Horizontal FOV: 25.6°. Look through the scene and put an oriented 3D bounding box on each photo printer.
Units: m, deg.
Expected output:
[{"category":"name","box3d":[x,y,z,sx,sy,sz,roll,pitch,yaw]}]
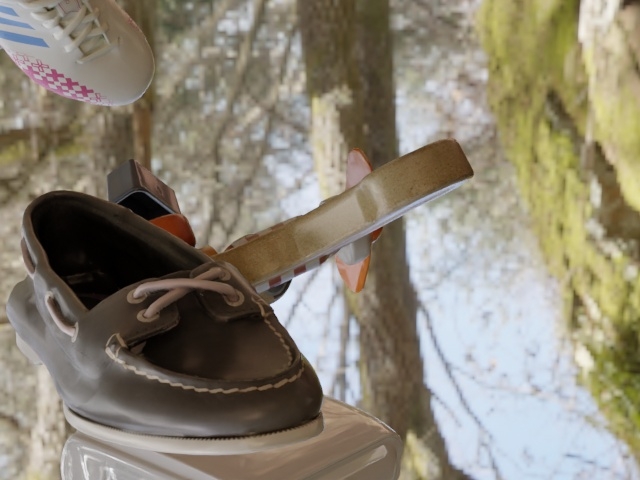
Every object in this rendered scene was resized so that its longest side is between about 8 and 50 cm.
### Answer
[{"category":"photo printer","box3d":[-0.076,0.229,1.478,0.256,0.107,0.307,16,-163,31]}]

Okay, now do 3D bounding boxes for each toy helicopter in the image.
[{"category":"toy helicopter","box3d":[0.000,0.000,1.142,0.235,0.140,0.355,-18,173,-43]}]

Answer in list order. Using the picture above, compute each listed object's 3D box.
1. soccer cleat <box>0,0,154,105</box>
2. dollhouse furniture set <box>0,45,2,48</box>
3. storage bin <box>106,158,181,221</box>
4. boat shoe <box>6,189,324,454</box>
[{"category":"soccer cleat","box3d":[-0.273,-0.232,1.389,0.331,0.116,0.143,37,164,-37]},{"category":"dollhouse furniture set","box3d":[-0.418,-0.283,1.734,0.144,0.151,0.123,-23,167,-20]},{"category":"storage bin","box3d":[-0.271,-0.053,2.137,0.098,0.135,0.091,-33,-136,18]},{"category":"boat shoe","box3d":[-0.104,0.036,0.780,0.112,0.096,0.335,-10,-168,-27]}]
